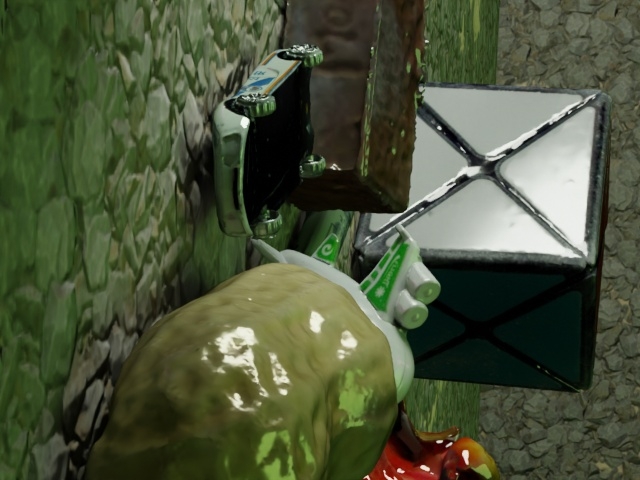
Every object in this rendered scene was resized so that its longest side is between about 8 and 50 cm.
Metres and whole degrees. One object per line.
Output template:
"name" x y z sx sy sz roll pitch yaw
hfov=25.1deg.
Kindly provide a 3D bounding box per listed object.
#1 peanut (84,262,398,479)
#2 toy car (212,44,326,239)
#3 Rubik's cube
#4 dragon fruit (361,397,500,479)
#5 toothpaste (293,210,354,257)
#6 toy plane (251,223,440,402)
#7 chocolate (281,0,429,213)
"peanut" -0.037 0.098 0.833 0.313 0.152 0.152 -26 118 -74
"toy car" -0.039 -0.069 0.977 0.205 0.056 0.095 -54 146 -62
"Rubik's cube" 0.187 -0.001 1.595 0.259 0.260 0.255 75 24 -51
"dragon fruit" 0.055 0.257 1.156 0.243 0.227 0.307 44 37 -58
"toothpaste" 0.000 0.000 1.226 0.239 0.039 0.062 -70 155 -49
"toy plane" 0.008 0.060 1.037 0.080 0.174 0.174 38 52 -45
"chocolate" 0.025 -0.188 1.158 0.112 0.112 0.321 31 64 -66
